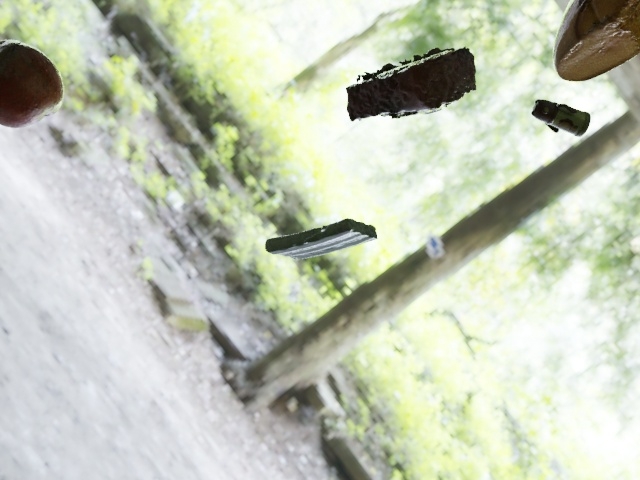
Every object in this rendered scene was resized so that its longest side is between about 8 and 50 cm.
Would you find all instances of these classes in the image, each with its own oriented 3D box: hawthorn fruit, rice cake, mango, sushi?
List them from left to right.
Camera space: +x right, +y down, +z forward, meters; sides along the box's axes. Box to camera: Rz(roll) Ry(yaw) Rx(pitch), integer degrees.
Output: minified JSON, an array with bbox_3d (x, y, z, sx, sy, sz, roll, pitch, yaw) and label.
[{"bbox_3d":[-0.571,-0.291,2.085,0.173,0.173,0.173,52,0,-1],"label":"hawthorn fruit"},{"bbox_3d":[0.000,0.000,2.447,0.127,0.237,0.043,16,64,-51],"label":"rice cake"},{"bbox_3d":[0.169,-0.276,1.995,0.161,0.241,0.108,-133,-154,-79],"label":"sushi"},{"bbox_3d":[0.635,-0.488,2.429,0.201,0.350,0.199,40,42,5],"label":"mango"}]

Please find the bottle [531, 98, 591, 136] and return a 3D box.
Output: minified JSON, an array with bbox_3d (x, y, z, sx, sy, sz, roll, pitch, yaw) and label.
[{"bbox_3d":[0.413,-0.213,1.913,0.101,0.063,0.047,18,32,-10],"label":"bottle"}]
